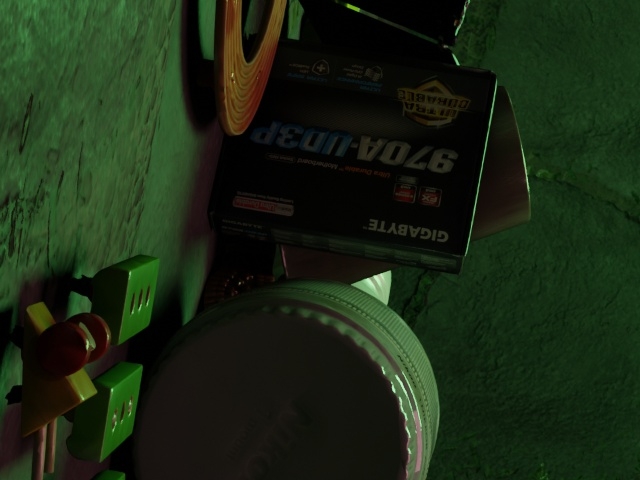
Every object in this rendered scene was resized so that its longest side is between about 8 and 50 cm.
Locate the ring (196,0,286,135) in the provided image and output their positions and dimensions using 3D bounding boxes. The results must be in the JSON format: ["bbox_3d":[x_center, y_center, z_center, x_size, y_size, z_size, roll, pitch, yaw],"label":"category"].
[{"bbox_3d":[-0.053,-0.249,1.488,0.336,0.032,0.336,8,90,-84],"label":"ring"}]

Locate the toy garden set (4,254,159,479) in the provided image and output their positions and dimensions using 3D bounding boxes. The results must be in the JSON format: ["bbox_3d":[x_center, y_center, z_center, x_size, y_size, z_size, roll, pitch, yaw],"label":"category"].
[{"bbox_3d":[-0.148,0.132,1.063,0.204,0.049,0.244,-40,140,-85],"label":"toy garden set"}]

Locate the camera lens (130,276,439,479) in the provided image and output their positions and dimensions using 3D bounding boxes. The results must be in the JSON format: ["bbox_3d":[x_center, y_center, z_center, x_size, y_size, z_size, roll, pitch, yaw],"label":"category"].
[{"bbox_3d":[-0.022,0.142,1.458,0.274,0.219,0.219,-15,114,-84],"label":"camera lens"}]

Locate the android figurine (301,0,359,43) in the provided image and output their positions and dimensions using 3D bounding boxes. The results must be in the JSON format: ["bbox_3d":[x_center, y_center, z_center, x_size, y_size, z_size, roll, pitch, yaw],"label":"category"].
[{"bbox_3d":[0.029,-0.315,2.114,0.273,0.056,0.248,-68,166,-60],"label":"android figurine"}]

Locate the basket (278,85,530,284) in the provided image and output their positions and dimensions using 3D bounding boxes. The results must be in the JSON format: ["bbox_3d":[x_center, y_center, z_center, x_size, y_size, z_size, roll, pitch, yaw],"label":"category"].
[{"bbox_3d":[0.067,-0.056,1.726,0.154,0.227,0.204,78,2,-65],"label":"basket"}]

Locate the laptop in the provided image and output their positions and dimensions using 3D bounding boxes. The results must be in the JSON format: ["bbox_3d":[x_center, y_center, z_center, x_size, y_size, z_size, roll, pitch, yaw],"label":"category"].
[{"bbox_3d":[0.098,-0.243,1.835,0.137,0.234,0.264,7,106,-45],"label":"laptop"}]

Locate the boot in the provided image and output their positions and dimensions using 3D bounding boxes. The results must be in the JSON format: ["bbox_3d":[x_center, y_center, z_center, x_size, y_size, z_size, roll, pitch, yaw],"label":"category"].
[{"bbox_3d":[-0.071,0.057,1.686,0.158,0.059,0.084,-75,177,-57],"label":"boot"}]

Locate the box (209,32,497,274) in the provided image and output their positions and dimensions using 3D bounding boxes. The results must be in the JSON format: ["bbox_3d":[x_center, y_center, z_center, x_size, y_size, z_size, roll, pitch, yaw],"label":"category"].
[{"bbox_3d":[0.029,-0.076,1.629,0.051,0.220,0.175,86,15,-70],"label":"box"}]

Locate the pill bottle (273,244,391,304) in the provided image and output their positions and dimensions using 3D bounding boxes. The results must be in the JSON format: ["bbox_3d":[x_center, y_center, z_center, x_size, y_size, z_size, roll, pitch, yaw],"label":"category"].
[{"bbox_3d":[-0.017,0.124,1.797,0.162,0.162,0.278,94,8,-45],"label":"pill bottle"}]
